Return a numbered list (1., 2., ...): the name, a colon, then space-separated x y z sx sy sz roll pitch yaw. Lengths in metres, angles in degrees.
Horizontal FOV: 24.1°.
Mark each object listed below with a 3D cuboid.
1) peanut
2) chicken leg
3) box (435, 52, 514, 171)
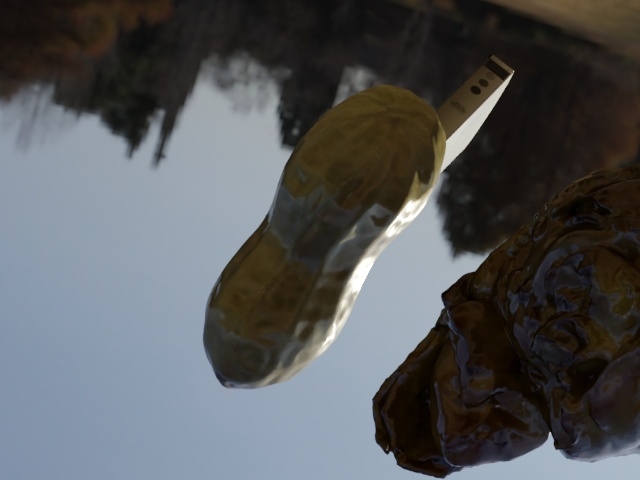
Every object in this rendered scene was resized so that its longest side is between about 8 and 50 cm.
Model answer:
1. peanut: 0.000 0.000 1.166 0.111 0.274 0.125 31 180 11
2. chicken leg: 0.176 0.067 1.053 0.182 0.295 0.409 60 -169 4
3. box: 0.093 -0.074 1.438 0.033 0.129 0.247 40 -130 7
